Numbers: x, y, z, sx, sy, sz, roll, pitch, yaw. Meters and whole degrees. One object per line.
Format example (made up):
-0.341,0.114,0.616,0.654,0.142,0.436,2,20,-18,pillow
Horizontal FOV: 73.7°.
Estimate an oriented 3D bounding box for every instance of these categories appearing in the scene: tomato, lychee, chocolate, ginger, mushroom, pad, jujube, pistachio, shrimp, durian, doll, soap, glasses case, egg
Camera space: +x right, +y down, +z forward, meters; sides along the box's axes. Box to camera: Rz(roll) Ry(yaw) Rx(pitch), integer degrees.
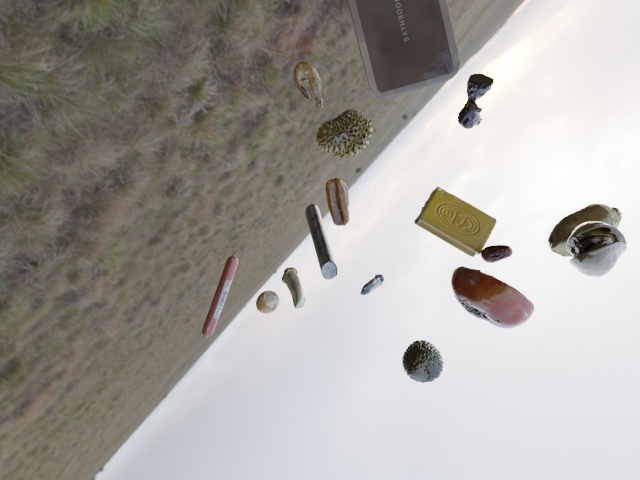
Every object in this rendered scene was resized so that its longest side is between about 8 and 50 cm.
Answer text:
0.465,0.170,1.195,0.095,0.237,0.237,-58,-177,-7,tomato
0.385,0.451,1.620,0.171,0.171,0.171,-48,-178,2,lychee
0.389,-0.341,1.078,0.147,0.072,0.070,83,0,-46,chocolate
0.848,-0.027,1.381,0.267,0.138,0.152,-33,-156,-12,ginger
-0.100,0.188,1.675,0.209,0.071,0.084,-117,-143,-51,mushroom
0.148,-0.410,0.786,0.176,0.266,0.002,-15,-174,4,pad
0.742,0.054,1.797,0.129,0.077,0.077,-17,-155,46,jujube
0.682,0.020,1.055,0.131,0.129,0.206,-19,158,25,pistachio
-0.053,-0.730,2.033,0.133,0.236,0.053,-13,-148,25,shrimp
0.104,-0.430,1.751,0.250,0.183,0.138,-26,-176,9,durian
0.127,0.109,1.052,0.037,0.027,0.125,-57,161,24,doll
0.615,-0.090,1.950,0.204,0.325,0.096,-60,176,-12,soap
0.000,0.000,1.618,0.060,0.299,0.114,-14,140,-3,glasses case
-0.189,0.221,1.516,0.080,0.080,0.096,-49,176,-40,egg

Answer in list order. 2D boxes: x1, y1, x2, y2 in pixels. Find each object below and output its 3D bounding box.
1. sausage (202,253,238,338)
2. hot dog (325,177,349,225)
-0.247,0.137,1.050,0.029,0.029,0.223,158,-48,-86,sausage
0.051,-0.105,1.186,0.062,0.144,0.038,-7,-156,13,hot dog
